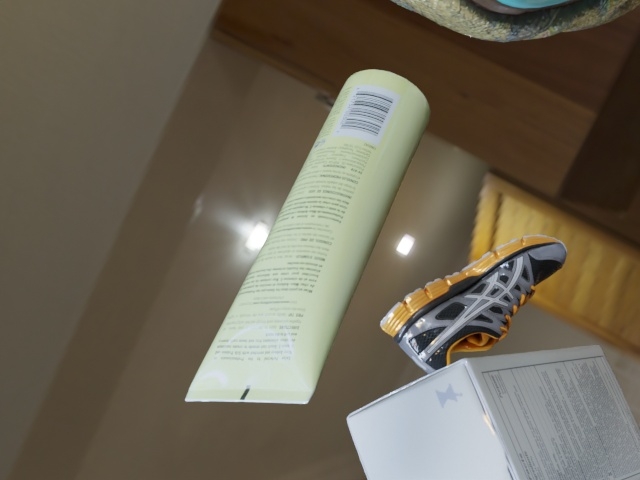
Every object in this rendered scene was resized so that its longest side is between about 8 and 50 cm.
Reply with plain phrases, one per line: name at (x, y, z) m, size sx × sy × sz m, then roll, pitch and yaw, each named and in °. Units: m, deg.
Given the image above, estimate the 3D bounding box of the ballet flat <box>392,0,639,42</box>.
ballet flat at (0.156, -0.156, 0.520) m, size 0.348 × 0.123 × 0.123 m, roll -18°, pitch -39°, yaw -25°

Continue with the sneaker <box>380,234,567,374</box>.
sneaker at (0.164, 0.065, 1.318) m, size 0.215 × 0.083 × 0.084 m, roll -28°, pitch -17°, yaw -20°

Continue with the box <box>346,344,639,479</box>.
box at (0.166, 0.179, 1.131) m, size 0.121 × 0.148 × 0.311 m, roll -29°, pitch -17°, yaw 27°

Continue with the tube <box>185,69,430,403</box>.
tube at (0.000, 0.000, 0.799) m, size 0.240 × 0.062 × 0.070 m, roll -65°, pitch 1°, yaw -33°
